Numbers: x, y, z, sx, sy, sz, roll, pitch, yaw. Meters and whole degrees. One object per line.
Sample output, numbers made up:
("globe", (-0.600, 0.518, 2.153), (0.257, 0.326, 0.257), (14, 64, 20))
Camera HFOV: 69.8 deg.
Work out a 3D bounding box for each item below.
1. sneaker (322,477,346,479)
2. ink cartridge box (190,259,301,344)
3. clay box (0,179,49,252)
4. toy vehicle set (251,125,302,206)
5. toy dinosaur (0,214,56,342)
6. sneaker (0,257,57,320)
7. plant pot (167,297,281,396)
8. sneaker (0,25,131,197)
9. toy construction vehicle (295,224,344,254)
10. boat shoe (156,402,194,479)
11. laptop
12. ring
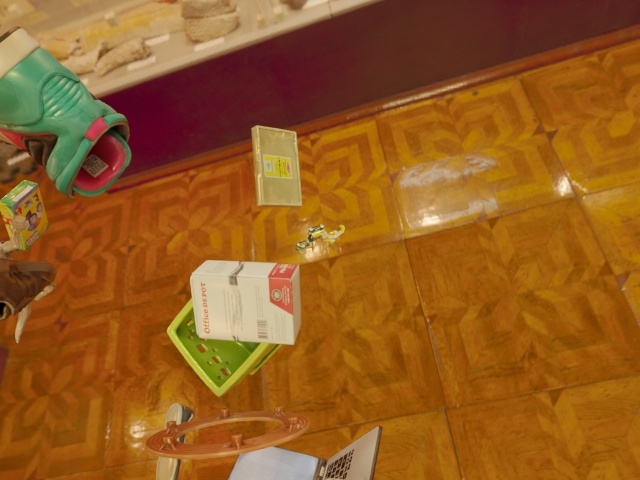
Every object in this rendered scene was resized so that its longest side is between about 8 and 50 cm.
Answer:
("sneaker", (0.092, 0.530, 0.766), (0.151, 0.094, 0.256), (-29, 86, 48))
("ink cartridge box", (-0.097, 0.082, 0.623), (0.135, 0.099, 0.056), (3, 21, 9))
("clay box", (-0.958, -0.069, 1.496), (0.053, 0.222, 0.127), (15, 42, 1))
("toy vehicle set", (-0.147, -0.247, 1.561), (0.035, 0.166, 0.267), (-10, 83, 49))
("toy dinosaur", (-0.689, 0.079, 0.989), (0.200, 0.127, 0.296), (-26, 92, 39))
("sneaker", (-0.376, 0.058, 0.544), (0.066, 0.188, 0.071), (3, 84, -6))
("plant pot", (-0.211, 0.227, 1.188), (0.228, 0.207, 0.227), (45, 100, 17))
("sneaker", (-0.342, -0.135, 0.588), (0.295, 0.178, 0.124), (0, 51, 52))
("toy construction vehicle", (0.000, 0.000, 0.989), (0.098, 0.086, 0.035), (-15, 67, -17))
("boat shoe", (-0.347, 0.508, 1.122), (0.075, 0.065, 0.206), (-26, 49, 31))
("laptop", (-0.078, 0.660, 1.198), (0.408, 0.236, 0.382), (-48, 7, 32))
("ring", (-0.190, 0.391, 0.966), (0.336, 0.336, 0.032), (-7, 81, 15))
